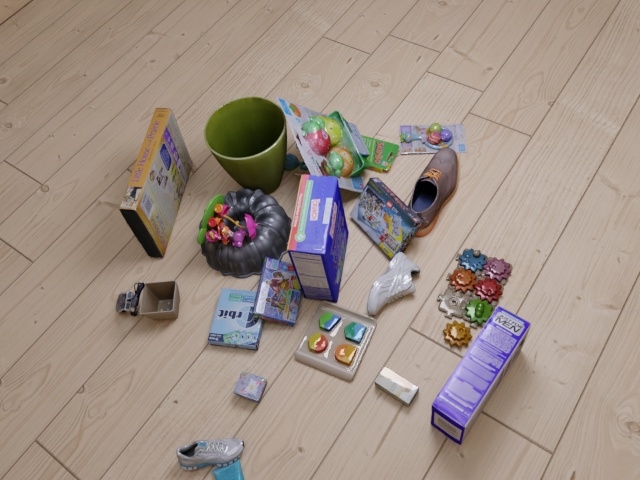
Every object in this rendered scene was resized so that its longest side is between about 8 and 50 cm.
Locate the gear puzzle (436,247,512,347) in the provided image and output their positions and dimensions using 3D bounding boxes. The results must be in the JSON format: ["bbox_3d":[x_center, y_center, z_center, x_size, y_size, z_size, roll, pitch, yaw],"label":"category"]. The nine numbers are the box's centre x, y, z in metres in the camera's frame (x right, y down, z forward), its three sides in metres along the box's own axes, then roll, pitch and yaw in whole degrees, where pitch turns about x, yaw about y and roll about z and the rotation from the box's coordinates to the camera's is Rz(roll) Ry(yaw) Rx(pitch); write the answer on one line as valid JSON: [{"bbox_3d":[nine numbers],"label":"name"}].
[{"bbox_3d":[0.452,0.170,1.745,0.175,0.044,0.339,21,64,20],"label":"gear puzzle"}]

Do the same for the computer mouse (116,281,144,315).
[{"bbox_3d":[-0.608,0.194,1.836,0.042,0.193,0.106,12,74,-32],"label":"computer mouse"}]

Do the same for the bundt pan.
[{"bbox_3d":[-0.261,-0.045,1.937,0.331,0.124,0.331,-3,58,5],"label":"bundt pan"}]

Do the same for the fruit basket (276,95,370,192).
[{"bbox_3d":[0.022,-0.320,1.911,0.165,0.353,0.327,-30,73,22],"label":"fruit basket"}]

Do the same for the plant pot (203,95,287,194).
[{"bbox_3d":[-0.228,-0.292,1.982,0.275,0.293,0.275,-4,57,6],"label":"plant pot"}]

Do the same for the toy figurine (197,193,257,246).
[{"bbox_3d":[-0.282,-0.037,1.809,0.159,0.130,0.173,24,86,11],"label":"toy figurine"}]

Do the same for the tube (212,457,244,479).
[{"bbox_3d":[-0.221,0.687,1.525,0.080,0.052,0.207,-20,51,-14],"label":"tube"}]

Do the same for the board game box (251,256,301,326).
[{"bbox_3d":[-0.131,0.161,1.812,0.136,0.035,0.201,16,59,-10],"label":"board game box"}]

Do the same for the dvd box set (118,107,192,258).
[{"bbox_3d":[-0.549,-0.193,1.961,0.062,0.307,0.420,5,60,7],"label":"dvd box set"}]

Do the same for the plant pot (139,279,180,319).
[{"bbox_3d":[-0.503,0.202,1.834,0.109,0.096,0.109,-6,57,5],"label":"plant pot"}]

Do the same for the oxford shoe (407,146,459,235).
[{"bbox_3d":[0.386,-0.190,1.925,0.130,0.132,0.363,16,62,17],"label":"oxford shoe"}]

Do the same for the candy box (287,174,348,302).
[{"bbox_3d":[0.000,0.000,1.755,0.122,0.317,0.268,4,59,11],"label":"candy box"}]

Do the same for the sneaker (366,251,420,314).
[{"bbox_3d":[0.232,0.144,1.771,0.115,0.090,0.232,30,68,20],"label":"sneaker"}]

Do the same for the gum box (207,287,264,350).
[{"bbox_3d":[-0.255,0.245,1.803,0.157,0.041,0.184,5,60,10],"label":"gum box"}]

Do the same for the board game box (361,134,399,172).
[{"bbox_3d":[0.150,-0.329,2.104,0.259,0.039,0.124,17,63,21],"label":"board game box"}]

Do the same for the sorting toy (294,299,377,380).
[{"bbox_3d":[0.047,0.296,1.731,0.193,0.038,0.208,18,63,18],"label":"sorting toy"}]

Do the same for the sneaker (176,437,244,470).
[{"bbox_3d":[-0.306,0.579,1.577,0.191,0.083,0.071,-14,44,-3],"label":"sneaker"}]

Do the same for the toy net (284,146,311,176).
[{"bbox_3d":[-0.046,-0.256,2.084,0.122,0.045,0.232,-33,61,-15],"label":"toy net"}]

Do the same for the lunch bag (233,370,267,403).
[{"bbox_3d":[-0.205,0.428,1.678,0.083,0.053,0.071,17,64,7],"label":"lunch bag"}]

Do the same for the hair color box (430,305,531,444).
[{"bbox_3d":[0.429,0.362,1.548,0.110,0.185,0.339,32,67,26],"label":"hair color box"}]

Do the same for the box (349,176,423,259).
[{"bbox_3d":[0.210,-0.073,1.869,0.044,0.159,0.233,-8,47,-45],"label":"box"}]

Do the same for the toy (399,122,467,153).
[{"bbox_3d":[0.409,-0.384,2.088,0.237,0.056,0.137,-2,60,7],"label":"toy"}]

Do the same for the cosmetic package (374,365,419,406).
[{"bbox_3d":[0.217,0.415,1.630,0.115,0.041,0.060,28,67,22],"label":"cosmetic package"}]
